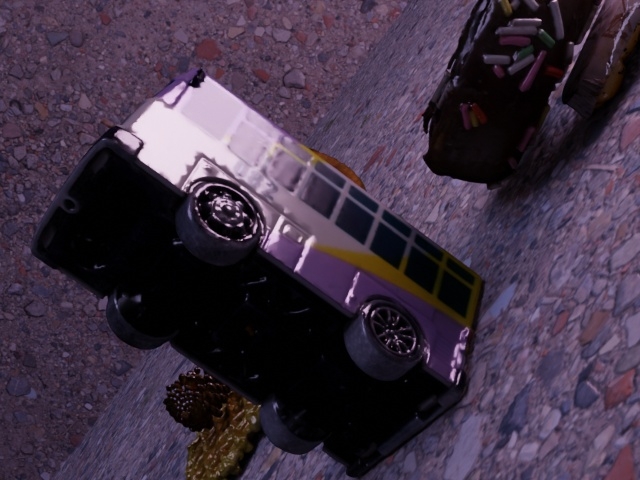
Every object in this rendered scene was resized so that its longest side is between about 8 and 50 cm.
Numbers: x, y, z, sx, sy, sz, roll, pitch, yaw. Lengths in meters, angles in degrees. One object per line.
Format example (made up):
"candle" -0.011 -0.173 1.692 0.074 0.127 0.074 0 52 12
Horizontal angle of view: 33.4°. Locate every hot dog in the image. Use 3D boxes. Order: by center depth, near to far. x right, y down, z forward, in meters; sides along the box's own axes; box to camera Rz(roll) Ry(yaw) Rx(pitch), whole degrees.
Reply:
"hot dog" 0.336 -0.227 1.209 0.191 0.059 0.108 -61 3 0

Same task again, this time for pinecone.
"pinecone" -0.189 0.249 1.698 0.109 0.102 0.102 -33 0 -27

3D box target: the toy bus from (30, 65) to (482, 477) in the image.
"toy bus" -0.057 0.023 1.155 0.209 0.440 0.249 -47 12 39

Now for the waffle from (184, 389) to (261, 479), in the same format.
"waffle" -0.145 0.300 1.701 0.243 0.058 0.238 -40 19 49

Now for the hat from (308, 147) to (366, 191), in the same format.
"hat" -0.034 -0.021 1.847 0.233 0.244 0.233 -49 -3 -7

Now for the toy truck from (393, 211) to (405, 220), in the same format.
"toy truck" 0.020 0.003 1.543 0.187 0.210 0.148 -23 29 36

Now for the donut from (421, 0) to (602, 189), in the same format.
"donut" 0.235 -0.232 1.242 0.259 0.136 0.345 73 -138 -81
